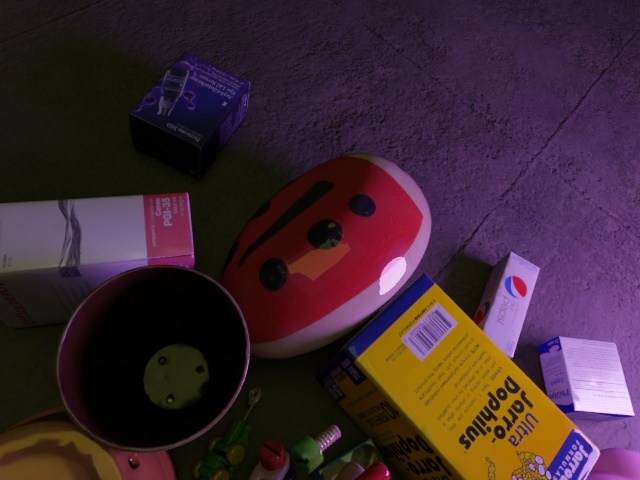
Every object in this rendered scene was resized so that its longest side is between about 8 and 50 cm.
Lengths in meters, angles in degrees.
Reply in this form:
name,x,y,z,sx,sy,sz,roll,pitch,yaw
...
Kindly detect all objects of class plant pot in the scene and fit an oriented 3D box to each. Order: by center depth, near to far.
name,x,y,z,sx,sy,sz,roll,pitch,yaw
plant pot,-0.323,0.335,0.582,0.290,0.203,0.291,6,60,-10
plant pot,-0.210,0.173,0.659,0.215,0.230,0.215,4,66,-9

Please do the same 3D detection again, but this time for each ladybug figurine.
name,x,y,z,sx,sy,sz,roll,pitch,yaw
ladybug figurine,0.000,0.000,0.803,0.305,0.162,0.449,16,51,40

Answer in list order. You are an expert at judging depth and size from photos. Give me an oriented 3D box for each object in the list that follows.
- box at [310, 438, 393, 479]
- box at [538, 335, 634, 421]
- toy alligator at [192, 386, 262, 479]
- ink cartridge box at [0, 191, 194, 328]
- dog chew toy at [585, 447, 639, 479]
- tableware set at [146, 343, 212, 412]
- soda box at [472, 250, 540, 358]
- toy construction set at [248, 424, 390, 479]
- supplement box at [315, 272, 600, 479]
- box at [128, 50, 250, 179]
name,x,y,z,sx,sy,sz,roll,pitch,yaw
box,0.089,0.435,0.714,0.100,0.060,0.244,-22,70,-24
box,0.493,0.260,0.903,0.126,0.072,0.137,8,60,-10
toy alligator,-0.133,0.317,0.731,0.190,0.056,0.051,-55,128,-33
ink cartridge box,-0.340,0.033,0.735,0.283,0.207,0.117,-5,63,-17
dog chew toy,0.433,0.455,0.719,0.206,0.207,0.332,44,53,11
tableware set,-0.222,0.198,0.785,0.141,0.020,0.169,-16,71,-16
soda box,0.353,0.131,0.936,0.069,0.074,0.216,31,59,4
toy construction set,-0.057,0.375,0.554,0.237,0.309,0.257,-25,56,-35
supplement box,0.193,0.266,0.753,0.195,0.194,0.356,-37,76,-28
box,-0.257,-0.251,0.967,0.153,0.108,0.207,25,59,-1
